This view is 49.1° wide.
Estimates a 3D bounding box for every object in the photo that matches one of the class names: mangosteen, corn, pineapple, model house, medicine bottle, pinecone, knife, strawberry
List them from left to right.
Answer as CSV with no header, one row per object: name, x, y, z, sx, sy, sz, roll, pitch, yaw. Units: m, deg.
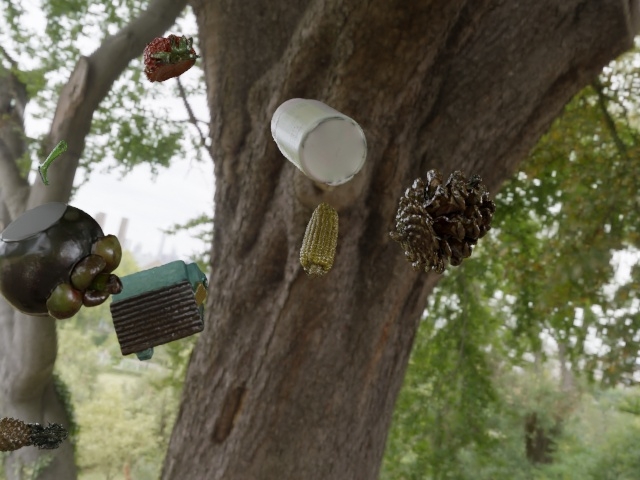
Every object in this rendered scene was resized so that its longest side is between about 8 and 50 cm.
pineapple,-0.611,0.408,1.476,0.074,0.074,0.159,10,-6,43
knife,-0.755,-0.222,1.972,0.166,0.078,0.023,-38,-13,37
mangosteen,-0.582,0.046,1.579,0.288,0.233,0.287,-10,24,4
model house,-0.471,0.232,2.142,0.281,0.248,0.230,-17,-27,-2
strawberry,-0.469,-0.563,2.167,0.175,0.097,0.228,-18,0,-17
medicine bottle,-0.018,-0.320,2.172,0.214,0.213,0.378,15,16,-24
corn,0.000,0.000,2.400,0.119,0.321,0.119,6,-46,6
pinecone,0.234,-0.049,1.316,0.169,0.212,0.185,41,-24,5
